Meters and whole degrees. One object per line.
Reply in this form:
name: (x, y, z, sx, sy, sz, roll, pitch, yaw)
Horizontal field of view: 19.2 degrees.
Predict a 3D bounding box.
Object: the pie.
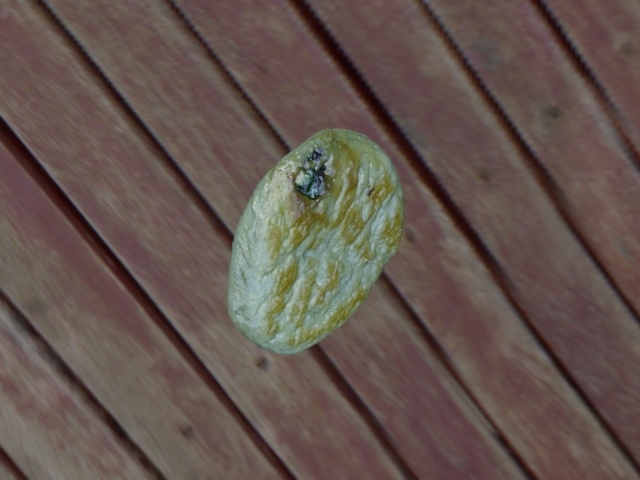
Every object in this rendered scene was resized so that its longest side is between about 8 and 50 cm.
pie: (0.000, 0.000, 0.645, 0.085, 0.017, 0.085, -32, 134, -41)
